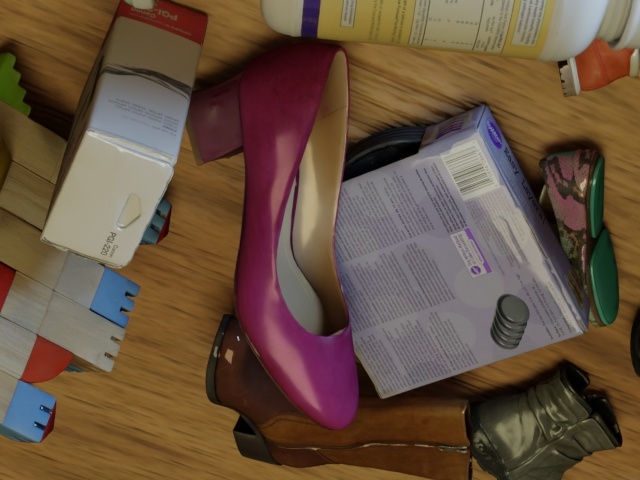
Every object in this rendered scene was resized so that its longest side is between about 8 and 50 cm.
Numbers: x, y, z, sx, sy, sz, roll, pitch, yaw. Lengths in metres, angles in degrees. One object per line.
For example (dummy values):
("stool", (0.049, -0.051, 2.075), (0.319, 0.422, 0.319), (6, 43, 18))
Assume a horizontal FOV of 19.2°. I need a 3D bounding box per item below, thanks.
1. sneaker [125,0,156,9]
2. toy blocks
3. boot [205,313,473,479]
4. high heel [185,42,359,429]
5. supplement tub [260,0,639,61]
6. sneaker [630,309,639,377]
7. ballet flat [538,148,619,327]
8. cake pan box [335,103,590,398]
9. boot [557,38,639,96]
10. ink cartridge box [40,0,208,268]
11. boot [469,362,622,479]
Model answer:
("sneaker", (-0.241, -0.308, 1.679), (0.151, 0.094, 0.256), (-15, 122, 11))
("toy blocks", (-0.303, 0.045, 1.889), (0.261, 0.381, 0.190), (32, 157, -35))
("boot", (0.025, 0.185, 2.095), (0.280, 0.096, 0.264), (6, 137, 19))
("high heel", (0.000, 0.000, 1.838), (0.181, 0.127, 0.377), (-17, 100, 34))
("supplement tub", (0.123, -0.277, 1.579), (0.331, 0.241, 0.241), (6, 134, -1))
("sneaker", (0.457, 0.065, 1.996), (0.130, 0.109, 0.286), (19, 140, -27))
("ballet flat", (0.263, -0.005, 1.959), (0.079, 0.077, 0.222), (7, 133, 24))
("cake pan box", (0.112, 0.014, 1.936), (0.245, 0.070, 0.267), (-23, 111, 23))
("boot", (0.259, -0.204, 1.771), (0.084, 0.059, 0.158), (-8, 141, 9))
("ink cartridge box", (-0.185, -0.106, 1.787), (0.092, 0.218, 0.159), (18, 133, -13))
("boot", (0.281, 0.256, 2.195), (0.161, 0.083, 0.246), (-21, 124, 22))
